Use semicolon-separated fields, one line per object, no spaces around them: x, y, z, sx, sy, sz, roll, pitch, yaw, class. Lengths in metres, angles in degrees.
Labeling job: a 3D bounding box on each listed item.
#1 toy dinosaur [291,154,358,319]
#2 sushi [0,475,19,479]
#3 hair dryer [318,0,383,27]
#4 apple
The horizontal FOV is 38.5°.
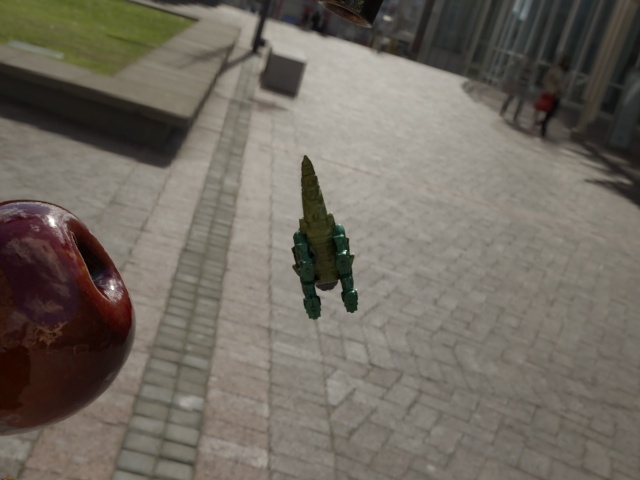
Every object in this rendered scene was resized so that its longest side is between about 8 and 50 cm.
0.000;0.000;1.311;0.094;0.259;0.153;-12;45;-3;toy dinosaur
-0.244;0.366;0.620;0.176;0.417;0.417;-2;22;-28;sushi
0.040;-0.333;1.138;0.070;0.128;0.255;25;6;-13;hair dryer
-0.289;0.075;0.872;0.201;0.218;0.218;-23;17;3;apple
